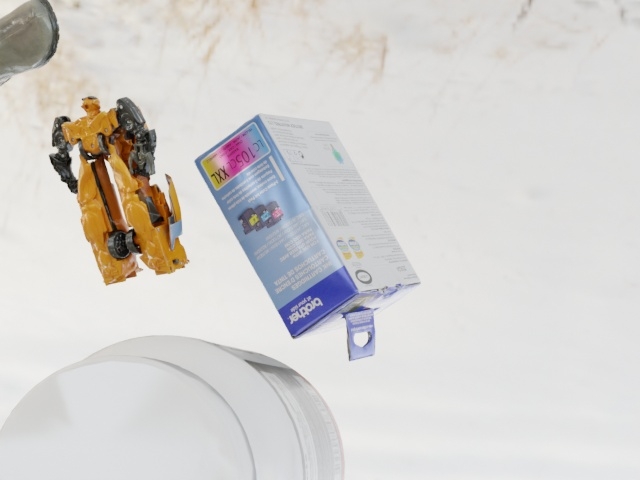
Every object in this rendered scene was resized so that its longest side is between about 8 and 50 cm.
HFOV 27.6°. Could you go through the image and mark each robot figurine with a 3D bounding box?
[{"bbox_3d":[-0.308,-0.083,2.004,0.211,0.291,0.085,-10,-171,33],"label":"robot figurine"}]

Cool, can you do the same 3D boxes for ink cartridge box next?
[{"bbox_3d":[0.000,0.000,2.108,0.151,0.395,0.270,-36,166,22],"label":"ink cartridge box"}]

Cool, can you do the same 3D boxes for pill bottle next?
[{"bbox_3d":[-0.105,0.180,0.998,0.210,0.210,0.363,4,173,10],"label":"pill bottle"}]

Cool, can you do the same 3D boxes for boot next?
[{"bbox_3d":[-0.481,-0.253,1.811,0.246,0.083,0.161,-25,179,44],"label":"boot"}]
